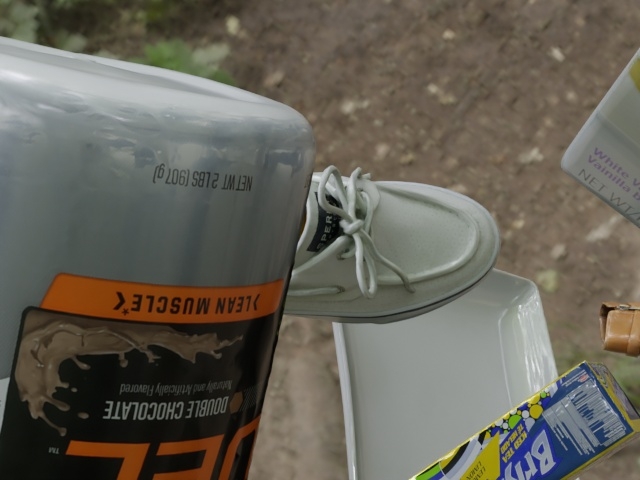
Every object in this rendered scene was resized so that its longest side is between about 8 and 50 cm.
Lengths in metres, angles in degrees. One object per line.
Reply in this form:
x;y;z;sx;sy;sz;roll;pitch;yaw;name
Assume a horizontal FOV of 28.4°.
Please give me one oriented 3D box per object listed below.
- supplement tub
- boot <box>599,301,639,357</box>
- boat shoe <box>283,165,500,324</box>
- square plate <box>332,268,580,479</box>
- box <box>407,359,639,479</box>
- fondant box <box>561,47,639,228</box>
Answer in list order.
-0.132;0.082;0.598;0.207;0.207;0.337;24;105;51;supplement tub
0.555;0.162;1.966;0.283;0.220;0.109;-79;-3;-68;boot
-0.002;-0.009;1.091;0.156;0.367;0.135;133;137;-70;boat shoe
0.138;0.168;1.353;0.049;0.344;0.347;-35;51;40;square plate
0.116;0.143;0.787;0.169;0.059;0.054;-37;71;15;box
0.211;-0.022;0.338;0.096;0.238;0.330;-51;-7;-9;fondant box
